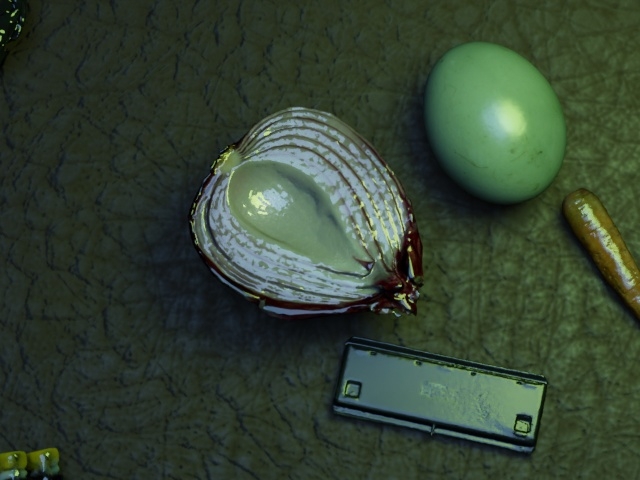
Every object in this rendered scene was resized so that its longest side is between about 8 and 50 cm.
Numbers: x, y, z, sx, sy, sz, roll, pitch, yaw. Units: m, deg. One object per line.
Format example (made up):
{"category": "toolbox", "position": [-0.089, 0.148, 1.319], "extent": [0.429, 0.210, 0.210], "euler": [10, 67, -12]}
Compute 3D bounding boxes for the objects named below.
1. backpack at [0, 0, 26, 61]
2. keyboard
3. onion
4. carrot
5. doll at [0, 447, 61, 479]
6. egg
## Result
{"category": "backpack", "position": [-0.468, -0.274, 2.045], "extent": [0.258, 0.133, 0.206], "euler": [6, 80, -2]}
{"category": "keyboard", "position": [0.130, 0.171, 1.941], "extent": [0.230, 0.025, 0.093], "euler": [12, 76, 7]}
{"category": "onion", "position": [0.000, 0.000, 1.941], "extent": [0.283, 0.120, 0.227], "euler": [41, 80, 15]}
{"category": "carrot", "position": [0.330, 0.026, 1.955], "extent": [0.047, 0.047, 0.191], "euler": [-31, 78, -4]}
{"category": "doll", "position": [-0.277, 0.370, 1.867], "extent": [0.103, 0.145, 0.316], "euler": [-22, 74, 11]}
{"category": "egg", "position": [0.190, -0.130, 1.945], "extent": [0.149, 0.149, 0.192], "euler": [-23, 74, -2]}
